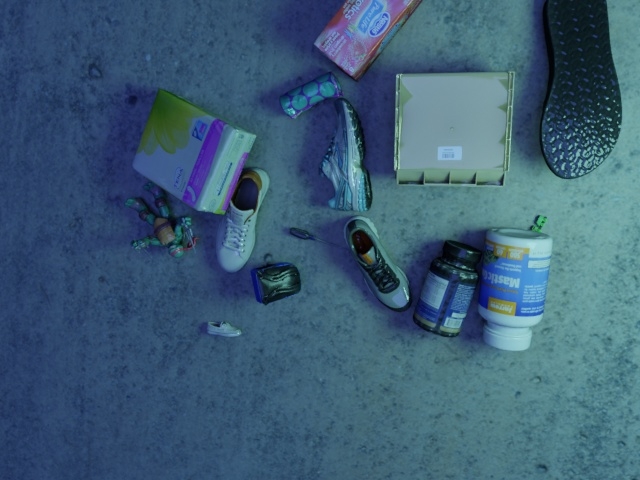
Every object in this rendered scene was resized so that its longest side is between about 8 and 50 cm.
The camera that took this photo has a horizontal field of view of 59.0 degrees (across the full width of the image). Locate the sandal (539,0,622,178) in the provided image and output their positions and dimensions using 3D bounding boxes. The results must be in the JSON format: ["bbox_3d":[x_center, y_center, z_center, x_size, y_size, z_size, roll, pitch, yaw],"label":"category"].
[{"bbox_3d":[0.582,-0.356,1.282,0.167,0.107,0.446,2,87,11],"label":"sandal"}]

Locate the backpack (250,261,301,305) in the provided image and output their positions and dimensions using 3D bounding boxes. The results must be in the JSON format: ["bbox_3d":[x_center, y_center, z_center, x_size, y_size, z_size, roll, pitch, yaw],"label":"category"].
[{"bbox_3d":[-0.117,0.102,1.479,0.120,0.101,0.098,-14,103,-20],"label":"backpack"}]

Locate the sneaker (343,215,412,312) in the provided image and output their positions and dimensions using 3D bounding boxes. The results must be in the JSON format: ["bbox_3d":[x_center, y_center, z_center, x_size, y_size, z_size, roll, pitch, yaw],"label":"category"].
[{"bbox_3d":[0.138,0.067,1.421,0.100,0.108,0.272,-32,94,12],"label":"sneaker"}]

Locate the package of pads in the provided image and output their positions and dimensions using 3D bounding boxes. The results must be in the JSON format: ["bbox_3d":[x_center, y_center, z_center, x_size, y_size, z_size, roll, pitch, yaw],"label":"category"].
[{"bbox_3d":[-0.324,-0.218,1.417,0.296,0.101,0.229,32,105,28],"label":"package of pads"}]

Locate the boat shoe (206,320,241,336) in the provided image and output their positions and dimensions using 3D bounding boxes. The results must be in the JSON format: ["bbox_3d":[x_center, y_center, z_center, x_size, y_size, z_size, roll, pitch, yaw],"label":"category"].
[{"bbox_3d":[-0.267,0.241,1.563,0.100,0.035,0.035,5,103,16],"label":"boat shoe"}]

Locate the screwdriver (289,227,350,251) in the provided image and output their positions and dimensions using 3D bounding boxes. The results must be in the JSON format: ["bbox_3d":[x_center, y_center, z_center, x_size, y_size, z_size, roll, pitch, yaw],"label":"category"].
[{"bbox_3d":[0.000,0.000,1.484,0.169,0.025,0.024,18,102,-2],"label":"screwdriver"}]

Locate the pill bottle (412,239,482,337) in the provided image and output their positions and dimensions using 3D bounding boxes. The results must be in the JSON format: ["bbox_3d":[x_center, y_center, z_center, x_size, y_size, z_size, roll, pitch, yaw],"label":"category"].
[{"bbox_3d":[0.316,0.116,1.388,0.122,0.123,0.219,19,102,7],"label":"pill bottle"}]

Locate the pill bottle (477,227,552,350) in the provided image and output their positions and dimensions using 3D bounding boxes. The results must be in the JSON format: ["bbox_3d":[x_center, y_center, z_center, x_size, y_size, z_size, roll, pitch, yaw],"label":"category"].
[{"bbox_3d":[0.456,0.115,1.345,0.152,0.152,0.272,5,102,10],"label":"pill bottle"}]

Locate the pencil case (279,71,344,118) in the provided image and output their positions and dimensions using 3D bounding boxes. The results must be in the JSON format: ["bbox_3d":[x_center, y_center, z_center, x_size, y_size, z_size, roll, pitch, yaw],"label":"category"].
[{"bbox_3d":[-0.023,-0.357,1.399,0.151,0.064,0.070,-24,79,14],"label":"pencil case"}]

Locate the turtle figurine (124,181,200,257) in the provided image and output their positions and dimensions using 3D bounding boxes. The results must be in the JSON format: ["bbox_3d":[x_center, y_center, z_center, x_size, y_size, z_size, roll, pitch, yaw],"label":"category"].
[{"bbox_3d":[-0.421,-0.031,1.503,0.175,0.118,0.234,-32,77,-1],"label":"turtle figurine"}]

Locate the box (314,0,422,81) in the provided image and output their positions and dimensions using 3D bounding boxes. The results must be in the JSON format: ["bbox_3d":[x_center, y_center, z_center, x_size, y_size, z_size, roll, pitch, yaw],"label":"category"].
[{"bbox_3d":[0.116,-0.511,1.315,0.122,0.128,0.257,41,103,2],"label":"box"}]

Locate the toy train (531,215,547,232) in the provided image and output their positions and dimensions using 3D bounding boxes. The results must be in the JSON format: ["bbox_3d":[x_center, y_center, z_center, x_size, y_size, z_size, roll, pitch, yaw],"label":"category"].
[{"bbox_3d":[0.525,-0.023,1.381,0.023,0.017,0.083,28,103,15],"label":"toy train"}]

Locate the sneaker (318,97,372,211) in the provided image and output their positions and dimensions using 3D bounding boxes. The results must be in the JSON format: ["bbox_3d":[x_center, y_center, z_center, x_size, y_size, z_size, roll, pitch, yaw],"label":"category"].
[{"bbox_3d":[0.047,-0.205,1.392,0.122,0.110,0.283,-6,98,15],"label":"sneaker"}]

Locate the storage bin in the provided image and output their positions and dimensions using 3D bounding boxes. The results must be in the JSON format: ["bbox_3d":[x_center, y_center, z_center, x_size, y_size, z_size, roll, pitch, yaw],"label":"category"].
[{"bbox_3d":[0.307,-0.261,1.327,0.262,0.123,0.261,2,101,10],"label":"storage bin"}]

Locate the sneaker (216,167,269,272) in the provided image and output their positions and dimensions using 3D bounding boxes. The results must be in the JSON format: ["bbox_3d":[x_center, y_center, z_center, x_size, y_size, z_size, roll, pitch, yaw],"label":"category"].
[{"bbox_3d":[-0.218,-0.047,1.460,0.105,0.123,0.290,18,103,5],"label":"sneaker"}]
